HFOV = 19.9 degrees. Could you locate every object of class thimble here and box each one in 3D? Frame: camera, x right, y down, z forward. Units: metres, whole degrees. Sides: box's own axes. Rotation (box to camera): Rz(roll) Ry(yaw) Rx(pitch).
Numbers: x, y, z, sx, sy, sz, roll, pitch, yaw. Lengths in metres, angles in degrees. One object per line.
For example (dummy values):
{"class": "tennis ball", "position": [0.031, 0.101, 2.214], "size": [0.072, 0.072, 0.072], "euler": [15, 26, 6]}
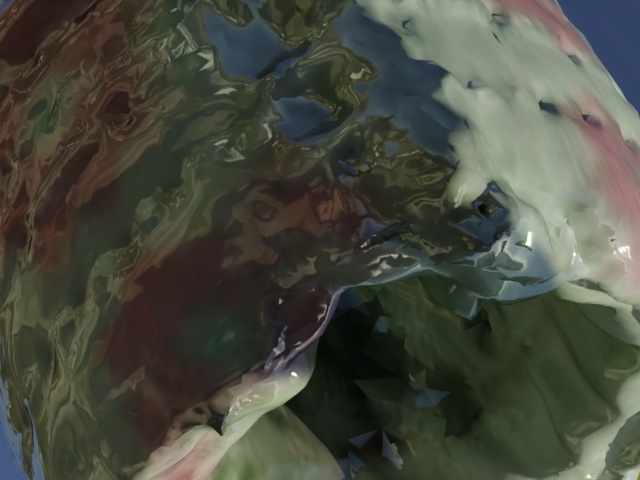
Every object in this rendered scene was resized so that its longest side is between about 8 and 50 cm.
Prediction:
{"class": "thimble", "position": [0.000, 0.000, 0.467], "size": [0.211, 0.185, 0.149], "euler": [84, -19, -56]}

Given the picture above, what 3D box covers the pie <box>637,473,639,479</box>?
{"class": "pie", "position": [0.219, 0.138, 0.938], "size": [0.306, 0.071, 0.306], "euler": [-5, -50, -6]}
